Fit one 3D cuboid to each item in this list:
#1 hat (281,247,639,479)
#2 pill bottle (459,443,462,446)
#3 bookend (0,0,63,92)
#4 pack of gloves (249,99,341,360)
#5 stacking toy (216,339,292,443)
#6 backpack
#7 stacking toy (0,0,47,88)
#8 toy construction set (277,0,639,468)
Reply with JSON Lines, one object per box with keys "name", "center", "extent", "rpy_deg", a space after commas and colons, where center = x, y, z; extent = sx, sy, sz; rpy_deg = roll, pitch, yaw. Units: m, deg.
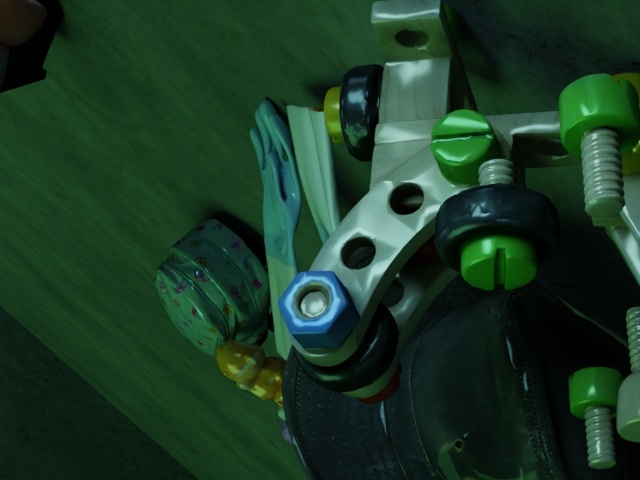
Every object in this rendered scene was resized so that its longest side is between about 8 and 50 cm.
{"name": "hat", "center": [0.142, 0.122, 0.905], "extent": [0.331, 0.331, 0.134], "rpy_deg": [39, 144, -6]}
{"name": "pill bottle", "center": [0.137, 0.151, 1.110], "extent": [0.108, 0.180, 0.108], "rpy_deg": [33, 161, 12]}
{"name": "bookend", "center": [-0.288, -0.210, 1.155], "extent": [0.072, 0.156, 0.157], "rpy_deg": [34, 117, 11]}
{"name": "pack of gloves", "center": [0.000, 0.000, 1.060], "extent": [0.195, 0.046, 0.232], "rpy_deg": [-153, 55, -69]}
{"name": "stacking toy", "center": [0.016, 0.193, 1.422], "extent": [0.302, 0.166, 0.175], "rpy_deg": [34, 162, -9]}
{"name": "backpack", "center": [-0.113, 0.055, 1.442], "extent": [0.152, 0.115, 0.182], "rpy_deg": [37, 159, 7]}
{"name": "stacking toy", "center": [-0.333, -0.151, 0.750], "extent": [0.309, 0.130, 0.279], "rpy_deg": [26, -178, -32]}
{"name": "toy construction set", "center": [0.134, -0.024, 0.761], "extent": [0.257, 0.237, 0.309], "rpy_deg": [-24, 141, 36]}
